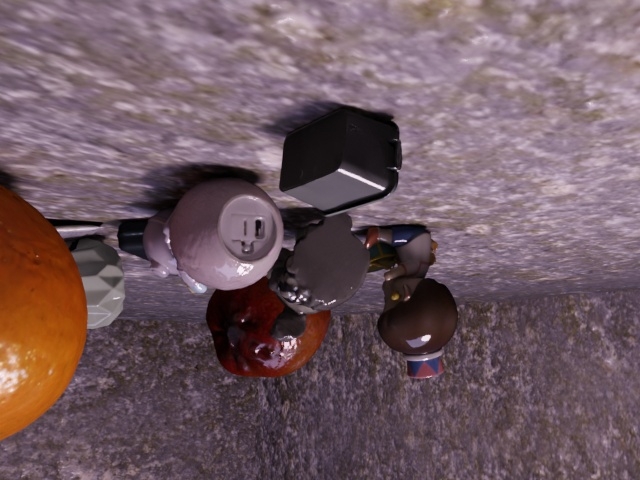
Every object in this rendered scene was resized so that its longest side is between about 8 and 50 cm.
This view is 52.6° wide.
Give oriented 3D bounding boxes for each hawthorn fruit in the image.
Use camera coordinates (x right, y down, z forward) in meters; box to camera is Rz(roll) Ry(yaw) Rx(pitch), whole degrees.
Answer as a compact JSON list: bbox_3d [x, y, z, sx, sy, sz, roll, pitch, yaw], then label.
[{"bbox_3d":[-0.121,0.174,1.499,0.295,0.295,0.311,-4,-167,11],"label":"hawthorn fruit"}]

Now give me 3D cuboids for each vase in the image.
[{"bbox_3d":[-0.524,0.084,1.086,0.360,0.165,0.165,-3,171,-28],"label":"vase"}]

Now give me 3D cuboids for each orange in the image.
[{"bbox_3d":[-0.488,0.085,0.723,0.424,0.326,0.424,-13,162,-4],"label":"orange"}]

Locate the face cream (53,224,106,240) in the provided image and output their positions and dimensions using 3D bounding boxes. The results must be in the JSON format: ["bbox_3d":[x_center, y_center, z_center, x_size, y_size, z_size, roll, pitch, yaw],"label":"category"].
[{"bbox_3d":[-0.469,-0.007,1.035,0.224,0.070,0.114,-9,179,-33],"label":"face cream"}]

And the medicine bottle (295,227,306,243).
[{"bbox_3d":[0.000,0.000,1.138,0.083,0.047,0.047,-2,169,6],"label":"medicine bottle"}]

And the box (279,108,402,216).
[{"bbox_3d":[0.016,-0.078,0.648,0.069,0.084,0.122,16,159,-37],"label":"box"}]

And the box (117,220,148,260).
[{"bbox_3d":[-0.207,-0.001,1.091,0.230,0.050,0.160,-4,169,7],"label":"box"}]

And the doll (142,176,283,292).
[{"bbox_3d":[-0.164,-0.004,0.885,0.151,0.151,0.287,5,174,-33],"label":"doll"}]

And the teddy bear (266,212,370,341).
[{"bbox_3d":[-0.035,0.071,1.063,0.144,0.171,0.251,32,146,-9],"label":"teddy bear"}]

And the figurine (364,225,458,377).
[{"bbox_3d":[0.156,0.108,1.157,0.158,0.275,0.161,-26,157,26],"label":"figurine"}]
